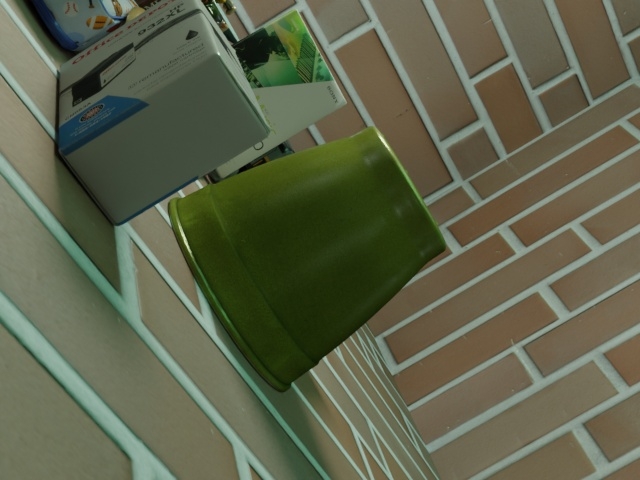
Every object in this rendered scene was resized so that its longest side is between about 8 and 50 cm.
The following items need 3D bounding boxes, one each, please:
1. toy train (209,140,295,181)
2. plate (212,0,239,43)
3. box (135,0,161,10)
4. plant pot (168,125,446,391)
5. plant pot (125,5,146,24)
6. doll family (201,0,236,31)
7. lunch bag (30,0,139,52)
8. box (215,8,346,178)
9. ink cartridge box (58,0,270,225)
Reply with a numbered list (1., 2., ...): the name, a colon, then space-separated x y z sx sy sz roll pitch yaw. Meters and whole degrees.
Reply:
1. toy train: -0.198 -0.258 2.251 0.334 0.190 0.142 60 4 14
2. plate: -0.224 -0.491 2.154 0.188 0.024 0.188 60 4 -6
3. box: -0.328 -0.443 2.006 0.143 0.191 0.381 60 5 17
4. plant pot: 0.000 0.000 1.627 0.366 0.353 0.366 59 4 -7
5. plant pot: -0.272 -0.250 1.578 0.236 0.032 0.236 0 90 -88
6. doll family: -0.220 -0.498 1.932 0.111 0.076 0.193 49 6 -50
7. lunch bag: -0.395 -0.416 1.566 0.243 0.115 0.303 56 5 -7
8. box: -0.134 -0.311 2.116 0.232 0.322 0.058 60 -8 -17
9. ink cartridge box: -0.212 -0.186 1.288 0.129 0.223 0.307 56 5 -31
